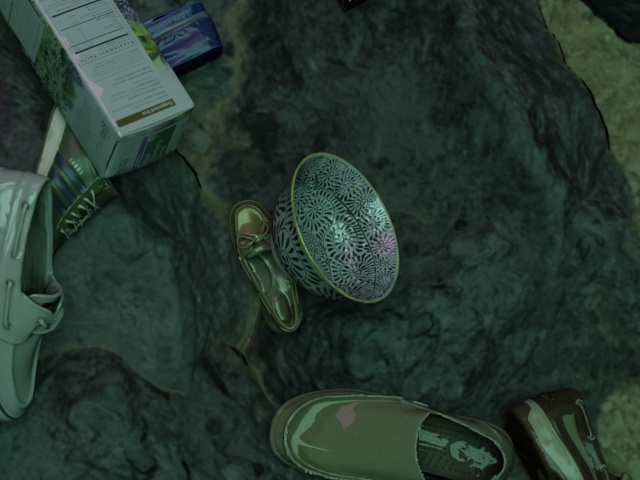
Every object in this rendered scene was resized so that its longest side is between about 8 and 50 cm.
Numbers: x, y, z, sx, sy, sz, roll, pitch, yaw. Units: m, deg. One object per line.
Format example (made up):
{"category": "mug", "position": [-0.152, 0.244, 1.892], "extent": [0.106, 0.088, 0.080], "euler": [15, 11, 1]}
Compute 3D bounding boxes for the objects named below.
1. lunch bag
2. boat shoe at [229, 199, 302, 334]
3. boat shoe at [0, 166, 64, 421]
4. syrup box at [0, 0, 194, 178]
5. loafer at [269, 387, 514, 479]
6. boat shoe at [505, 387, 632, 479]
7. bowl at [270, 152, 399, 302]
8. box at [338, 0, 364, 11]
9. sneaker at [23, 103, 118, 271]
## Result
{"category": "lunch bag", "position": [-0.160, -0.213, 1.598], "extent": [0.098, 0.067, 0.065], "euler": [-27, 87, -9]}
{"category": "boat shoe", "position": [-0.057, 0.027, 1.590], "extent": [0.056, 0.048, 0.153], "euler": [-16, 85, -9]}
{"category": "boat shoe", "position": [-0.301, 0.058, 1.496], "extent": [0.088, 0.096, 0.267], "euler": [4, 101, 14]}
{"category": "syrup box", "position": [-0.236, -0.192, 1.541], "extent": [0.096, 0.093, 0.237], "euler": [-27, 75, -28]}
{"category": "loafer", "position": [0.081, 0.210, 1.563], "extent": [0.268, 0.092, 0.102], "euler": [6, 82, -7]}
{"category": "boat shoe", "position": [0.297, 0.278, 1.584], "extent": [0.095, 0.095, 0.257], "euler": [-23, 86, -16]}
{"category": "bowl", "position": [0.000, 0.000, 1.571], "extent": [0.170, 0.080, 0.170], "euler": [31, 46, -37]}
{"category": "box", "position": [0.089, -0.381, 1.663], "extent": [0.233, 0.044, 0.159], "euler": [-30, 88, -10]}
{"category": "sneaker", "position": [-0.258, -0.050, 1.565], "extent": [0.086, 0.064, 0.192], "euler": [12, 78, -1]}
